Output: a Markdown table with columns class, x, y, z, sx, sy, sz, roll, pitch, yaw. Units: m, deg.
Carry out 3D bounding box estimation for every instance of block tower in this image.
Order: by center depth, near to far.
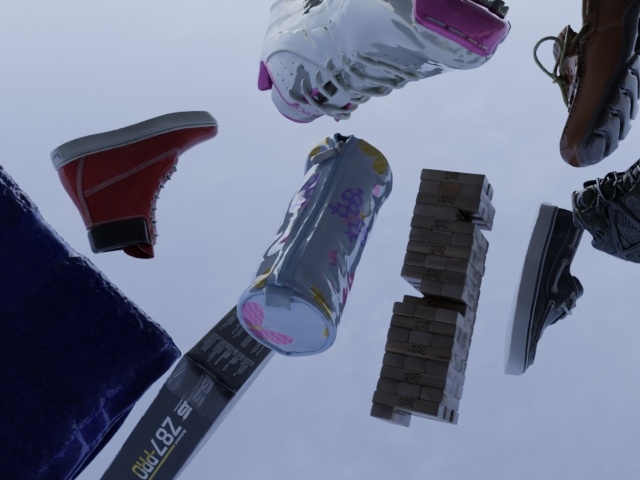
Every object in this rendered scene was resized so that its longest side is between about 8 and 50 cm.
| class | x | y | z | sx | sy | sz | roll | pitch | yaw |
| --- | --- | --- | --- | --- | --- | --- | --- | --- | --- |
| block tower | 0.154 | 0.080 | 1.180 | 0.097 | 0.091 | 0.335 | 8 | -105 | 25 |

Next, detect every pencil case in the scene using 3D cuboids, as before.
| class | x | y | z | sx | sy | sz | roll | pitch | yaw |
| --- | --- | --- | --- | --- | --- | --- | --- | --- | --- |
| pencil case | 0.000 | 0.000 | 1.022 | 0.114 | 0.124 | 0.273 | 19 | -129 | 4 |

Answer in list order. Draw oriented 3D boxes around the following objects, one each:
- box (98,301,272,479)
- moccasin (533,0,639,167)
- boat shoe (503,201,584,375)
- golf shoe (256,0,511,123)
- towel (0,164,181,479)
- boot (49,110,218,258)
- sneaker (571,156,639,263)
| class | x | y | z | sx | sy | sz | roll | pitch | yaw |
| --- | --- | --- | --- | --- | --- | --- | --- | --- | --- |
| box | -0.160 | 0.214 | 1.361 | 0.097 | 0.318 | 0.395 | 36 | -154 | 4 |
| moccasin | 0.407 | -0.276 | 1.346 | 0.147 | 0.139 | 0.379 | 4 | -113 | 29 |
| boat shoe | 0.359 | 0.079 | 1.408 | 0.102 | 0.108 | 0.301 | 15 | -120 | 11 |
| golf shoe | 0.032 | -0.138 | 0.655 | 0.115 | 0.140 | 0.306 | 21 | -170 | -23 |
| towel | -0.265 | 0.044 | 0.587 | 0.308 | 0.076 | 0.227 | 48 | -137 | -6 |
| boot | -0.222 | -0.073 | 1.217 | 0.244 | 0.088 | 0.176 | -25 | -89 | -35 |
| sneaker | 0.376 | -0.064 | 1.075 | 0.130 | 0.227 | 0.087 | 12 | -133 | 10 |
